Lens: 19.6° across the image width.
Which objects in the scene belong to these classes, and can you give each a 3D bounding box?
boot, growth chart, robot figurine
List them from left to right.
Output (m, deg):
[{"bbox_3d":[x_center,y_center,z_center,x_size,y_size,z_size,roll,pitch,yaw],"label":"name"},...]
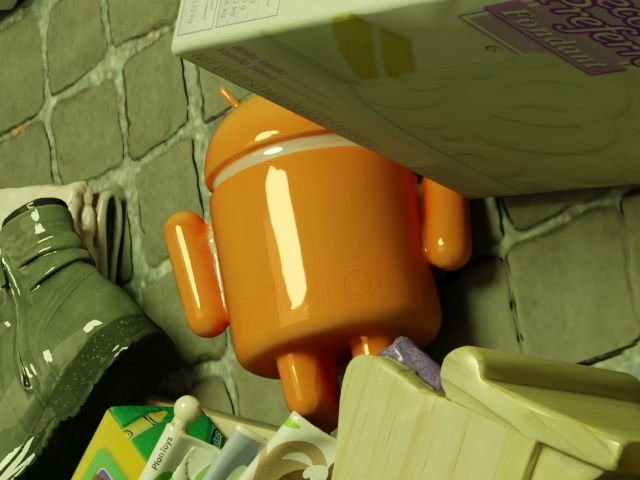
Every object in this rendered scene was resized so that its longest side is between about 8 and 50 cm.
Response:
[{"bbox_3d":[-0.219,0.102,1.280,0.246,0.083,0.161,-50,58,8],"label":"boot"},{"bbox_3d":[-0.005,0.183,1.038,0.237,0.021,0.172,23,94,3],"label":"growth chart"},{"bbox_3d":[0.002,0.000,1.098,0.158,0.128,0.219,-29,65,44],"label":"robot figurine"}]

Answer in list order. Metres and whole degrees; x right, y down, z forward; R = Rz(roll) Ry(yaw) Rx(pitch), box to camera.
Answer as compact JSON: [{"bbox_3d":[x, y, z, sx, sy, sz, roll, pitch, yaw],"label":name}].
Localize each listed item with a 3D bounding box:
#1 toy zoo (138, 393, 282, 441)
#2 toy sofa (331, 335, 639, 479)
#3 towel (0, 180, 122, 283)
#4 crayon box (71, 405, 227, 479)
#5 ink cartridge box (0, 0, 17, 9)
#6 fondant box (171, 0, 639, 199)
[{"bbox_3d":[-0.086,0.259,1.223,0.192,0.030,0.293,9,91,46],"label":"toy zoo"},{"bbox_3d":[0.079,0.238,0.951,0.177,0.150,0.363,21,97,45],"label":"toy sofa"},{"bbox_3d":[-0.265,0.127,1.417,0.317,0.053,0.332,-6,81,45],"label":"towel"},{"bbox_3d":[-0.122,0.264,1.177,0.165,0.081,0.278,47,117,39],"label":"crayon box"},{"bbox_3d":[-0.286,-0.312,1.498,0.239,0.060,0.275,136,128,-64],"label":"ink cartridge box"},{"bbox_3d":[0.124,-0.109,0.892,0.330,0.238,0.096,-6,68,46],"label":"fondant box"}]
